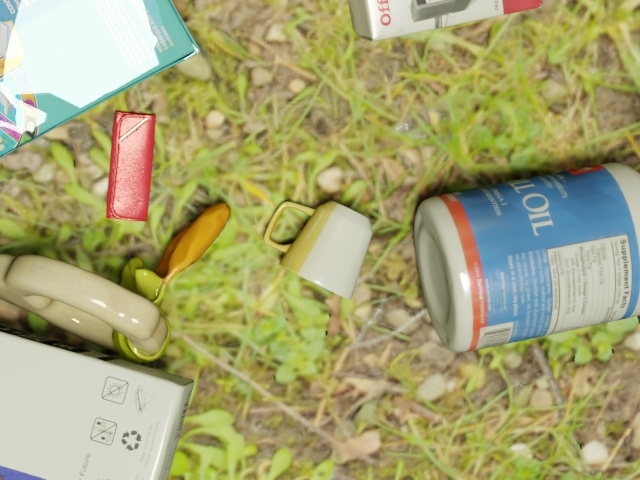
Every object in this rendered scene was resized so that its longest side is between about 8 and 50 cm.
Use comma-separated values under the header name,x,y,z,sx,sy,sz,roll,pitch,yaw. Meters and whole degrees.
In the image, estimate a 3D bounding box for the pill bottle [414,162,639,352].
name,x,y,z,sx,sy,sz,roll,pitch,yaw
pill bottle,0.194,0.007,0.993,0.221,0.124,0.124,-11,105,-9

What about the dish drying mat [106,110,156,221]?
name,x,y,z,sx,sy,sz,roll,pitch,yaw
dish drying mat,-0.144,-0.056,0.973,0.032,0.008,0.083,4,103,-13

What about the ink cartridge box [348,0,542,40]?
name,x,y,z,sx,sy,sz,roll,pitch,yaw
ink cartridge box,0.088,-0.210,0.954,0.135,0.056,0.099,-13,107,-8

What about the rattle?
name,x,y,z,sx,sy,sz,roll,pitch,yaw
rattle,-0.190,0.000,0.950,0.199,0.130,0.143,22,88,12

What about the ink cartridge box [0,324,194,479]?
name,x,y,z,sx,sy,sz,roll,pitch,yaw
ink cartridge box,-0.272,0.135,0.924,0.332,0.065,0.165,16,89,4

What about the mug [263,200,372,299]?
name,x,y,z,sx,sy,sz,roll,pitch,yaw
mug,0.003,0.001,0.990,0.078,0.062,0.064,27,90,-22

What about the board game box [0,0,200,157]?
name,x,y,z,sx,sy,sz,roll,pitch,yaw
board game box,-0.292,-0.165,0.881,0.336,0.079,0.254,-29,107,-2
